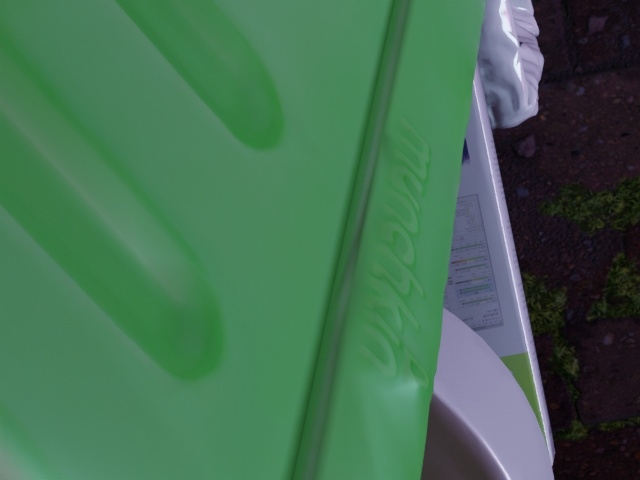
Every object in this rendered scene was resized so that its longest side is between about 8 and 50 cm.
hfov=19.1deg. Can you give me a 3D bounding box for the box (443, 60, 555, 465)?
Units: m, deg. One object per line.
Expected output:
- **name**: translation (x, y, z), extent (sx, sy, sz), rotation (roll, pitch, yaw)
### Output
- **box**: translation (0.000, 0.000, 1.161), extent (0.058, 0.232, 0.322), rotation (-8, 87, -79)

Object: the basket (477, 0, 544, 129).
- **basket**: translation (-0.004, -0.243, 1.327), extent (0.328, 0.266, 0.331), rotation (-69, 148, -73)

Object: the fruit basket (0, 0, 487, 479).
- **fruit basket**: translation (-0.087, 0.067, 0.510), extent (0.392, 0.283, 0.392), rotation (51, 30, -46)

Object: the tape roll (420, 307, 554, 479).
- **tape roll**: translation (-0.017, 0.141, 0.852), extent (0.169, 0.246, 0.246), rotation (-45, 123, -78)
